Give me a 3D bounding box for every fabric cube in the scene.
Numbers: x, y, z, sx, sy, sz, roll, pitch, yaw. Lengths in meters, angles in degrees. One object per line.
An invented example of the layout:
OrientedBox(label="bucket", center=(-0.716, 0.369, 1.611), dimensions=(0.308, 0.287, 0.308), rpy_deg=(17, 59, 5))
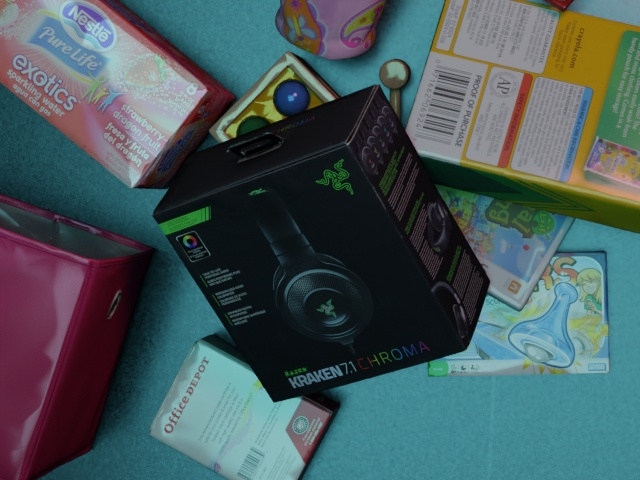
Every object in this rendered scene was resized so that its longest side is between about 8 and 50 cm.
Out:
OrientedBox(label="fabric cube", center=(-0.363, 0.095, 1.733), dimensions=(0.259, 0.254, 0.258), rpy_deg=(19, 94, 7))

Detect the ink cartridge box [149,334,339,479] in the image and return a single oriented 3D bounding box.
OrientedBox(label="ink cartridge box", center=(-0.086, 0.202, 1.786), dimensions=(0.175, 0.072, 0.127), rpy_deg=(29, 96, 7))

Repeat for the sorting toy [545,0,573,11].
OrientedBox(label="sorting toy", center=(0.193, -0.340, 1.717), dimensions=(0.274, 0.046, 0.132), rpy_deg=(32, 68, 14))

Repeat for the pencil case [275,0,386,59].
OrientedBox(label="pencil case", center=(0.027, -0.333, 1.665), dimensions=(0.124, 0.124, 0.284), rpy_deg=(18, 130, 8))

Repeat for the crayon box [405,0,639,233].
OrientedBox(label="crayon box", center=(0.266, -0.134, 1.674), dimensions=(0.323, 0.083, 0.203), rpy_deg=(14, 73, 11))

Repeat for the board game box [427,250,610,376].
OrientedBox(label="board game box", center=(0.218, 0.081, 1.749), dimensions=(0.201, 0.035, 0.136), rpy_deg=(-2, 92, 5))

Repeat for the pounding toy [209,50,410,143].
OrientedBox(label="pounding toy", center=(0.015, -0.129, 1.747), dimensions=(0.206, 0.094, 0.181), rpy_deg=(-45, 85, 8))

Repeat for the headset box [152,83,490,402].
OrientedBox(label="headset box", center=(0.000, 0.000, 1.650), dimensions=(0.246, 0.131, 0.283), rpy_deg=(-17, 116, 28))

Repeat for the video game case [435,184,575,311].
OrientedBox(label="video game case", center=(0.189, -0.059, 1.733), dimensions=(0.193, 0.023, 0.212), rpy_deg=(30, 84, 10))

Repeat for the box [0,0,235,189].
OrientedBox(label="box", center=(-0.263, -0.201, 1.757), dimensions=(0.300, 0.154, 0.142), rpy_deg=(39, 97, 6))
